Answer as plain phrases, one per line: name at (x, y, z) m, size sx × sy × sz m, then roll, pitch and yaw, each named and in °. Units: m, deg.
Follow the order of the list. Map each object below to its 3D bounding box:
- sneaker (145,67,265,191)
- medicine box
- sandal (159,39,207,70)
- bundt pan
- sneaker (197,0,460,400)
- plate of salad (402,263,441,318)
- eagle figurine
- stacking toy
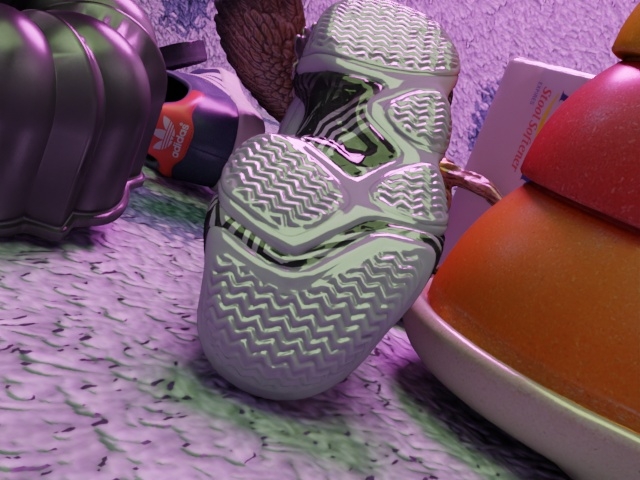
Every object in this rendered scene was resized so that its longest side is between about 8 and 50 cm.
sneaker at (-0.177, -0.157, 1.139) m, size 0.148 × 0.131 × 0.350 m, roll 17°, pitch 9°, yaw -22°
medicine box at (0.300, -0.029, 1.060) m, size 0.289 × 0.263 × 0.149 m, roll 14°, pitch 11°, yaw -38°
sandal at (-0.266, -0.223, 1.195) m, size 0.254 × 0.054 × 0.097 m, roll -12°, pitch 8°, yaw 10°
bundt pan at (-0.250, -0.153, 0.664) m, size 0.330 × 0.124 × 0.331 m, roll 28°, pitch 26°, yaw -15°
sneaker at (0.000, 0.000, 0.667) m, size 0.137 × 0.210 × 0.366 m, roll 20°, pitch 44°, yaw 0°
plate of salad at (0.071, 0.031, 0.882) m, size 0.199 × 0.048 × 0.200 m, roll 20°, pitch 9°, yaw -3°
eagle figurine at (0.019, -0.131, 0.964) m, size 0.298 × 0.225 × 0.226 m, roll 19°, pitch -18°, yaw -38°
stacking toy at (0.293, -0.073, 0.639) m, size 0.350 × 0.480 × 0.350 m, roll 21°, pitch 9°, yaw -4°
